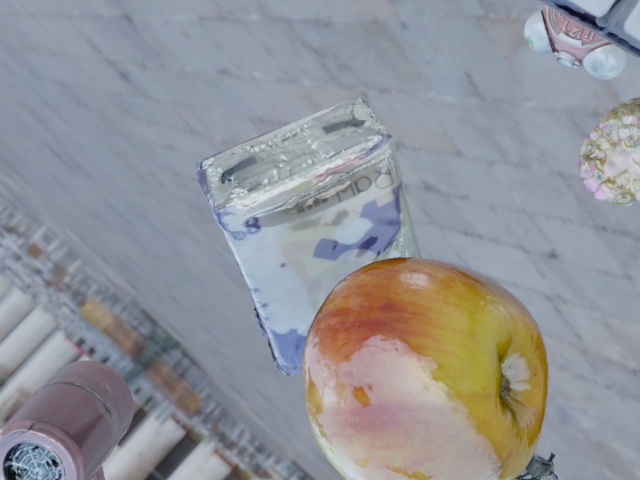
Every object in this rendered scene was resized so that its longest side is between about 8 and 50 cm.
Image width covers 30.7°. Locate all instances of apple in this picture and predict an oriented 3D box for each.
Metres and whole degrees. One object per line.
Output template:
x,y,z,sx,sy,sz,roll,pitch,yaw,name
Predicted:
0.117,0.156,1.269,0.233,0.286,0.286,-10,132,40,apple

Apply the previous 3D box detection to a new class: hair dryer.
-0.300,0.353,1.489,0.210,0.125,0.353,-61,-40,-73,hair dryer

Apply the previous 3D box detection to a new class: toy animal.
0.271,0.298,1.528,0.065,0.047,0.135,-17,154,28,toy animal

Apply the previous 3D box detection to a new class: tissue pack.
0.000,0.000,1.531,0.125,0.242,0.344,-118,7,-47,tissue pack

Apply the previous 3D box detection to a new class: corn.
0.350,-0.100,1.218,0.126,0.127,0.335,37,-155,22,corn

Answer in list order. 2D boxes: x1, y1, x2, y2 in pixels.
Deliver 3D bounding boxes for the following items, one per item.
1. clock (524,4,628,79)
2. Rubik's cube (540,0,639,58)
0.404,-0.325,1.742,0.166,0.162,0.093,30,171,24,clock
0.345,-0.364,1.223,0.303,0.301,0.305,22,-163,-27,Rubik's cube
